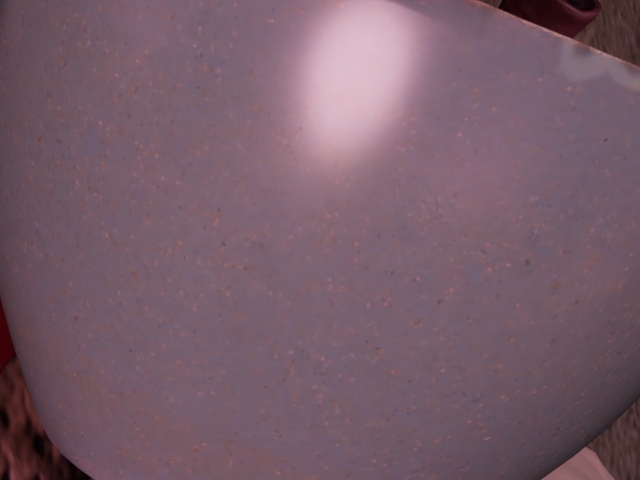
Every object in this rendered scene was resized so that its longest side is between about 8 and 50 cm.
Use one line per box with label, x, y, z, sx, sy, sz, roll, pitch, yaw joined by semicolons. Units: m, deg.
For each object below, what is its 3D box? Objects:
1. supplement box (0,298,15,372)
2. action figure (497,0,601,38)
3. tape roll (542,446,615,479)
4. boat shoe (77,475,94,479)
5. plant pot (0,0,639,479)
supplement box;-0.172;0.008;0.688;0.130;0.073;0.239;62;32;-24
action figure;0.020;-0.132;1.025;0.276;0.248;0.370;77;11;-62
tape roll;0.096;0.240;1.010;0.286;0.100;0.286;34;48;-48
boat shoe;-0.004;0.075;0.851;0.324;0.116;0.096;-16;90;-39
plant pot;0.000;0.000;0.686;0.290;0.290;0.195;11;103;-58
